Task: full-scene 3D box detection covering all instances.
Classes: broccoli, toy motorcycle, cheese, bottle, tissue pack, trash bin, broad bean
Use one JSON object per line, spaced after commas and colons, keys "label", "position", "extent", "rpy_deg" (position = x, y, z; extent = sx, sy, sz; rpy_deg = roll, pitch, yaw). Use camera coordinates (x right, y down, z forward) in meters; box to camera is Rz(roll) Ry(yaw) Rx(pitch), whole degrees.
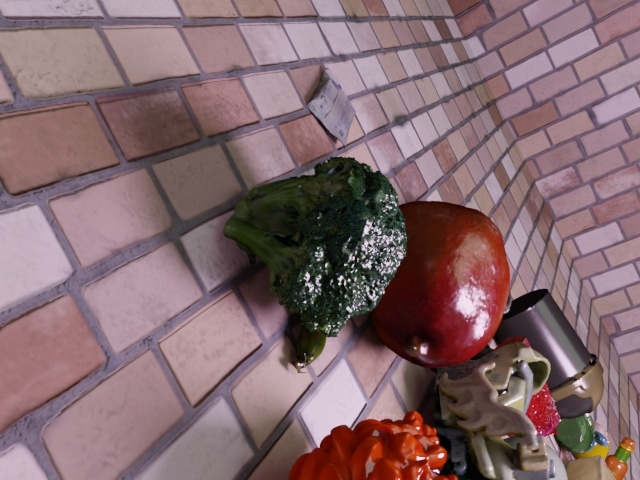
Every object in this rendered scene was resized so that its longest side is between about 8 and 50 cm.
{"label": "broccoli", "position": [0.000, 0.000, 1.031], "extent": [0.294, 0.245, 0.265], "rpy_deg": [-42, 147, -56]}
{"label": "toy motorcycle", "position": [0.310, 0.319, 1.332], "extent": [0.410, 0.236, 0.169], "rpy_deg": [-75, 155, -50]}
{"label": "cheese", "position": [0.728, 0.734, 1.851], "extent": [0.266, 0.123, 0.242], "rpy_deg": [62, 31, -9]}
{"label": "bottle", "position": [0.840, 0.647, 2.061], "extent": [0.069, 0.187, 0.069], "rpy_deg": [24, 10, -4]}
{"label": "tissue pack", "position": [0.031, -0.284, 1.540], "extent": [0.123, 0.026, 0.193], "rpy_deg": [52, 29, -23]}
{"label": "trash bin", "position": [0.595, 0.310, 1.870], "extent": [0.334, 0.214, 0.214], "rpy_deg": [59, 27, -2]}
{"label": "broad bean", "position": [-0.012, 0.099, 1.125], "extent": [0.065, 0.046, 0.255], "rpy_deg": [31, 42, -29]}

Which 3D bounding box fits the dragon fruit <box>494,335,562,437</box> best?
{"label": "dragon fruit", "position": [0.438, 0.348, 1.635], "extent": [0.262, 0.162, 0.189], "rpy_deg": [60, -2, -18]}

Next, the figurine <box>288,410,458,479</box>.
{"label": "figurine", "position": [0.133, 0.376, 0.894], "extent": [0.411, 0.241, 0.306], "rpy_deg": [35, 26, -11]}

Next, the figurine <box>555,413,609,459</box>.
{"label": "figurine", "position": [0.742, 0.537, 2.058], "extent": [0.234, 0.127, 0.185], "rpy_deg": [22, 41, -41]}

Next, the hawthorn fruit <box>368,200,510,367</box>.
{"label": "hawthorn fruit", "position": [0.209, 0.080, 1.304], "extent": [0.295, 0.295, 0.312], "rpy_deg": [28, 45, -50]}

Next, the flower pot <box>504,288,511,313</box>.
{"label": "flower pot", "position": [0.323, 0.079, 1.641], "extent": [0.235, 0.140, 0.236], "rpy_deg": [44, 32, -37]}

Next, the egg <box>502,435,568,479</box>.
{"label": "egg", "position": [0.397, 0.471, 1.417], "extent": [0.236, 0.169, 0.169], "rpy_deg": [27, 45, -61]}
